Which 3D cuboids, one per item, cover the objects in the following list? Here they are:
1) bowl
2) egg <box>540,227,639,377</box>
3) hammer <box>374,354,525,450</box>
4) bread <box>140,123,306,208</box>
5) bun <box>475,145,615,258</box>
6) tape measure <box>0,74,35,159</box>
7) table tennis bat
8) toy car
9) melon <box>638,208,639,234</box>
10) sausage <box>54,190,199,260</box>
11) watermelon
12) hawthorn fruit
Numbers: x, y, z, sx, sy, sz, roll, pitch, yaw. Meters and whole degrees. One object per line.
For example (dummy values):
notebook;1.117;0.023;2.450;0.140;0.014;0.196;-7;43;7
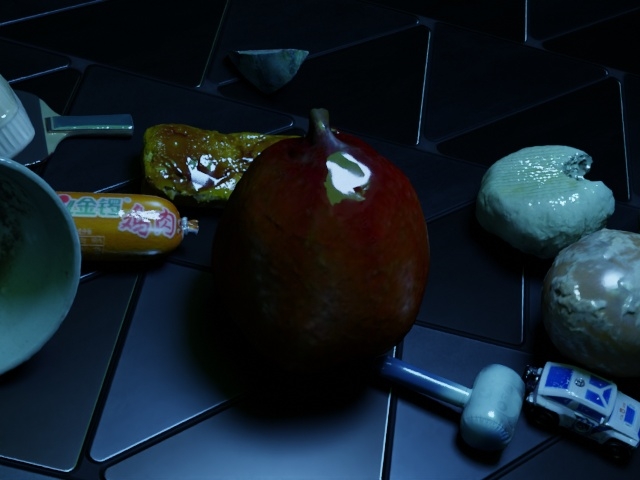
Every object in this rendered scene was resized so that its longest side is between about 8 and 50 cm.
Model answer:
bowl;-0.435;0.014;1.350;0.289;0.289;0.146;-7;23;-23
egg;0.391;0.086;1.552;0.203;0.203;0.245;48;22;25
hammer;0.160;0.190;1.489;0.194;0.069;0.116;20;47;8
bread;-0.119;-0.096;1.656;0.271;0.077;0.139;6;50;-16
bun;0.334;-0.050;1.720;0.203;0.126;0.212;7;34;26
tape measure;-0.513;-0.129;1.476;0.271;0.133;0.231;-37;32;-5
table tennis bat;-0.417;-0.162;1.660;0.301;0.022;0.173;-4;49;-19
toy car;0.340;0.212;1.518;0.170;0.070;0.080;25;46;5
melon;0.580;-0.020;1.663;0.271;0.308;0.272;-9;62;17
sausage;-0.311;-0.019;1.512;0.312;0.093;0.093;1;48;-16
watermelon;-0.070;-0.278;1.830;0.094;0.081;0.180;-31;25;-16
hawthorn fruit;0.007;0.015;1.439;0.295;0.311;0.295;10;58;-16
